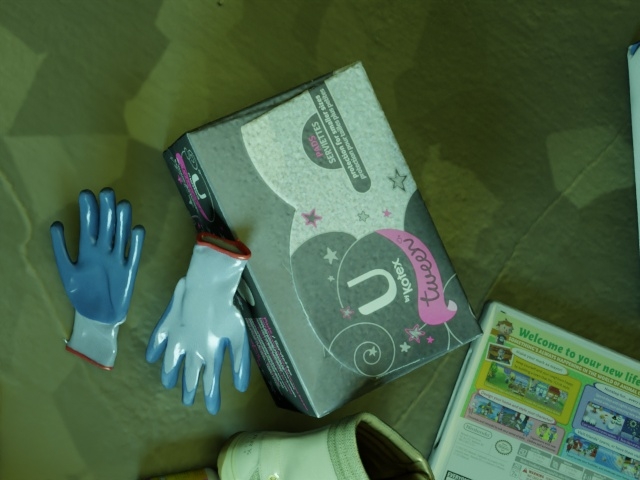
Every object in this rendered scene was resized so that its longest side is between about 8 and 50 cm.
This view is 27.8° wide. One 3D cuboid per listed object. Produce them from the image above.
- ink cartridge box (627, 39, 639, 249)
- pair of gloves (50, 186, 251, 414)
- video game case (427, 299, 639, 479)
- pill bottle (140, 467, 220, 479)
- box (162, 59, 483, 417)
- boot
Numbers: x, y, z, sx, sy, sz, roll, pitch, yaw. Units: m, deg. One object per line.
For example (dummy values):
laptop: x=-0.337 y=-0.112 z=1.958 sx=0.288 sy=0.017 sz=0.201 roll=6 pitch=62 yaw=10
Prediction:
ink cartridge box: x=0.503 y=-0.071 z=1.209 sx=0.396 sy=0.151 sz=0.269 roll=-2 pitch=88 yaw=-17
pair of gloves: x=-0.136 y=0.046 z=1.029 sx=0.198 sy=0.023 sz=0.159 roll=22 pitch=116 yaw=21
video game case: x=0.214 y=0.181 z=1.180 sx=0.212 sy=0.023 sz=0.193 roll=23 pitch=82 yaw=-12
pill bottle: x=-0.110 y=0.214 z=1.079 sx=0.083 sy=0.043 sz=0.043 roll=-9 pitch=89 yaw=-16
box: x=0.000 y=0.000 z=1.069 sx=0.163 sy=0.142 sz=0.247 roll=-25 pitch=94 yaw=-15
boot: x=0.031 y=0.234 z=1.045 sx=0.213 sy=0.165 sz=0.077 roll=58 pitch=42 yaw=-15
